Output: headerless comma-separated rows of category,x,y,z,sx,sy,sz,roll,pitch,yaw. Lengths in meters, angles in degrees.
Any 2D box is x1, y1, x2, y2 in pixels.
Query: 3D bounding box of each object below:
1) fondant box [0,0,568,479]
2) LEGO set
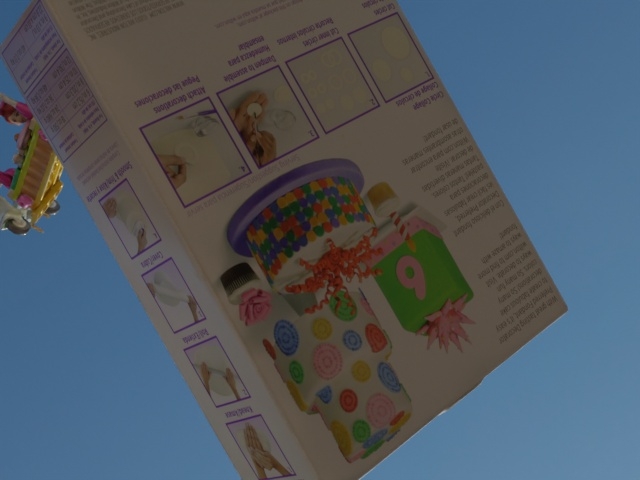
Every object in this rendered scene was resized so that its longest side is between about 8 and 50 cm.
fondant box,-0.014,-0.035,0.700,0.238,0.096,0.330,-31,-89,-36
LEGO set,-0.225,-0.136,0.882,0.107,0.132,0.287,29,-70,-4
